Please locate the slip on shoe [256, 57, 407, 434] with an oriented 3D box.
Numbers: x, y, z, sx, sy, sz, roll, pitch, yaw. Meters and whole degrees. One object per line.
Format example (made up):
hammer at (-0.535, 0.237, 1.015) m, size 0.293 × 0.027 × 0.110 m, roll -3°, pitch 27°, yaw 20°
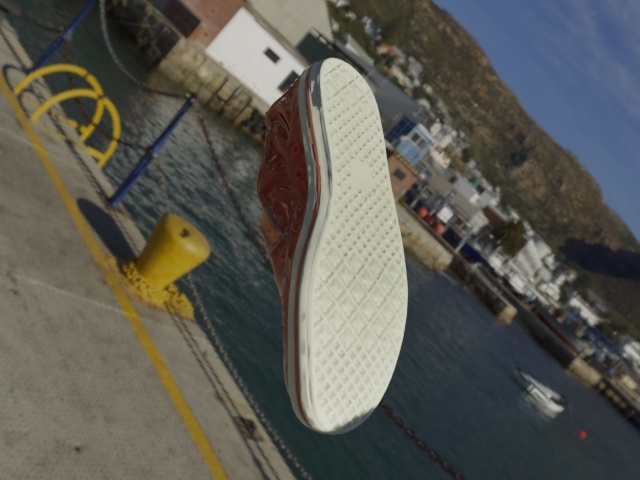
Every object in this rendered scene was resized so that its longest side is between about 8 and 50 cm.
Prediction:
slip on shoe at (0.000, 0.000, 0.604) m, size 0.123 × 0.101 × 0.331 m, roll 19°, pitch 58°, yaw -41°
